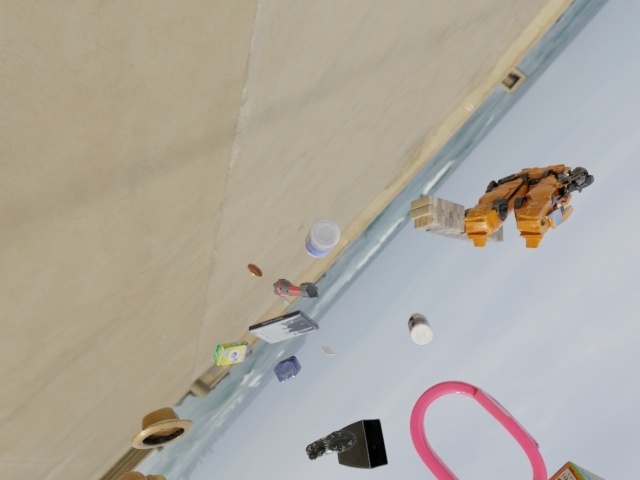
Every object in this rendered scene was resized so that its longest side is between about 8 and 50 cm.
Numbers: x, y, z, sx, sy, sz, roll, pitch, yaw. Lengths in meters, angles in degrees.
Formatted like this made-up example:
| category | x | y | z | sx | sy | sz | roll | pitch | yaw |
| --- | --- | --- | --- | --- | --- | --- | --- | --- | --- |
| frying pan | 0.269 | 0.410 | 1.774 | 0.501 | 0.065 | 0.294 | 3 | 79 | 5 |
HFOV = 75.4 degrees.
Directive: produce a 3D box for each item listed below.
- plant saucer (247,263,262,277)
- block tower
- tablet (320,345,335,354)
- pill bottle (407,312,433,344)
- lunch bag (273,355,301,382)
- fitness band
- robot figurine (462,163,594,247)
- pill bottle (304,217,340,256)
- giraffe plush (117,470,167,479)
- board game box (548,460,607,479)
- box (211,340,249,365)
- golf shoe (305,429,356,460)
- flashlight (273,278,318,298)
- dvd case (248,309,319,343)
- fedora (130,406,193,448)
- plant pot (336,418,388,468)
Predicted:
| category | x | y | z | sx | sy | sz | roll | pitch | yaw |
| --- | --- | --- | --- | --- | --- | --- | --- | --- | --- |
| plant saucer | -0.307 | 0.142 | 1.928 | 0.013 | 0.083 | 0.083 | -46 | 174 | 19 |
| block tower | 0.448 | -0.060 | 1.351 | 0.097 | 0.335 | 0.091 | -17 | -115 | 60 |
| tablet | 0.040 | 0.579 | 2.179 | 0.083 | 0.054 | 0.006 | 33 | -68 | 60 |
| pill bottle | 0.306 | 0.268 | 1.282 | 0.067 | 0.067 | 0.120 | -49 | -177 | 12 |
| lunch bag | -0.126 | 0.487 | 1.570 | 0.098 | 0.067 | 0.065 | -27 | 179 | 16 |
| fitness band | 0.326 | 0.437 | 0.876 | 0.209 | 0.291 | 0.054 | -48 | 157 | 10 |
| robot figurine | 0.428 | -0.081 | 0.860 | 0.210 | 0.085 | 0.291 | 2 | -154 | 47 |
| pill bottle | 0.000 | 0.000 | 2.119 | 0.152 | 0.152 | 0.272 | -45 | 176 | -21 |
| giraffe plush | -0.394 | 0.571 | 0.876 | 0.181 | 0.210 | 0.171 | -42 | 136 | -40 |
| board game box | 0.561 | 0.726 | 0.753 | 0.357 | 0.356 | 0.357 | -56 | -165 | 15 |
| box | -0.447 | 0.560 | 2.057 | 0.179 | 0.043 | 0.105 | 5 | 109 | -45 |
| golf shoe | 0.040 | 0.781 | 1.597 | 0.197 | 0.077 | 0.094 | -15 | 158 | -1 |
| flashlight | -0.135 | 0.251 | 2.170 | 0.103 | 0.104 | 0.304 | -1 | 176 | -35 |
| dvd case | -0.149 | 0.362 | 1.715 | 0.238 | 0.030 | 0.179 | -20 | 144 | 16 |
| fedora | -0.497 | 0.578 | 1.296 | 0.194 | 0.079 | 0.194 | -19 | 146 | -13 |
| plant pot | 0.170 | 0.896 | 1.812 | 0.166 | 0.188 | 0.187 | -23 | 150 | 25 |
